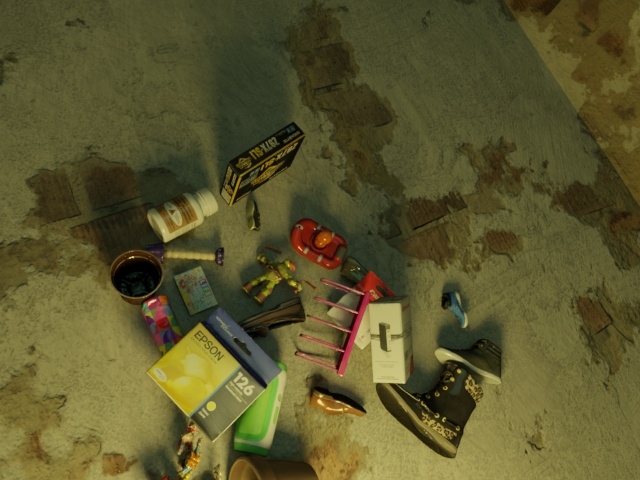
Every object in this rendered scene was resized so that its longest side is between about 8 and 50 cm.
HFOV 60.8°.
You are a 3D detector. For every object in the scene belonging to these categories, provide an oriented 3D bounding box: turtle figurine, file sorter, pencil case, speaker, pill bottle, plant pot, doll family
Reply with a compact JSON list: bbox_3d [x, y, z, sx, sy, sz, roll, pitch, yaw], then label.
[{"bbox_3d":[-0.163,0.139,1.981,0.269,0.087,0.217,40,67,17],"label":"turtle figurine"},{"bbox_3d":[0.037,0.292,1.892,0.182,0.202,0.291,20,82,2],"label":"file sorter"},{"bbox_3d":[-0.520,0.302,1.822,0.104,0.104,0.236,-19,74,-23],"label":"pencil case"},{"bbox_3d":[-0.196,0.549,1.802,0.131,0.131,0.296,17,65,-10],"label":"speaker"},{"bbox_3d":[-0.495,-0.099,1.973,0.229,0.131,0.131,-31,80,-25],"label":"pill bottle"},{"bbox_3d":[-0.614,0.136,1.822,0.167,0.165,0.167,6,66,-15],"label":"plant pot"},{"bbox_3d":[-0.132,0.784,1.683,0.229,0.263,0.263,3,66,-36],"label":"plant pot"},{"bbox_3d":[-0.414,0.693,1.655,0.118,0.163,0.263,29,63,-4],"label":"doll family"}]

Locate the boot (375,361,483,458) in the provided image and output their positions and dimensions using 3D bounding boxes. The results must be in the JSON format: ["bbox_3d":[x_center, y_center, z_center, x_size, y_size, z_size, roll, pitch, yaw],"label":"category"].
[{"bbox_3d":[0.404,0.559,1.973,0.377,0.138,0.284,43,64,-1],"label":"boot"}]

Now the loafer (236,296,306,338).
[{"bbox_3d":[-0.186,0.295,1.924,0.302,0.109,0.095,-22,80,-27],"label":"loafer"}]

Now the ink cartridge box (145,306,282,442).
[{"bbox_3d":[-0.330,0.416,1.727,0.303,0.072,0.307,44,74,5],"label":"ink cartridge box"}]

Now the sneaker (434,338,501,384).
[{"bbox_3d":[0.575,0.435,2.101,0.295,0.104,0.147,25,62,-12],"label":"sneaker"}]

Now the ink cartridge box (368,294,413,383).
[{"bbox_3d":[0.248,0.335,1.891,0.114,0.197,0.273,-3,90,18],"label":"ink cartridge box"}]

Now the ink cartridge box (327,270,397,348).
[{"bbox_3d":[0.169,0.256,2.023,0.232,0.066,0.189,-45,85,3],"label":"ink cartridge box"}]

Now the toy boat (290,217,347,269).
[{"bbox_3d":[0.000,0.000,2.071,0.231,0.151,0.151,29,63,-4],"label":"toy boat"}]

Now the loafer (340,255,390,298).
[{"bbox_3d":[0.175,0.169,2.103,0.251,0.094,0.087,44,94,5],"label":"loafer"}]

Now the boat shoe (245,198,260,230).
[{"bbox_3d":[-0.257,-0.097,2.096,0.042,0.049,0.133,16,54,-41],"label":"boat shoe"}]

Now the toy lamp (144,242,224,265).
[{"bbox_3d":[-0.485,0.050,1.945,0.274,0.080,0.080,2,68,-16],"label":"toy lamp"}]

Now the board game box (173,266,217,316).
[{"bbox_3d":[-0.444,0.180,1.933,0.103,0.026,0.154,-22,76,-24],"label":"board game box"}]

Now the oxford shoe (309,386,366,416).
[{"bbox_3d":[0.060,0.581,1.911,0.212,0.076,0.076,22,94,-10],"label":"oxford shoe"}]

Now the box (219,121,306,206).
[{"bbox_3d":[-0.222,-0.288,2.063,0.322,0.257,0.079,-38,83,-27],"label":"box"}]

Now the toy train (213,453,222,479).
[{"bbox_3d":[-0.365,0.798,1.672,0.143,0.105,0.248,-8,71,-6],"label":"toy train"}]

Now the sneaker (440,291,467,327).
[{"bbox_3d":[0.525,0.277,2.168,0.084,0.058,0.152,-1,65,-23],"label":"sneaker"}]
